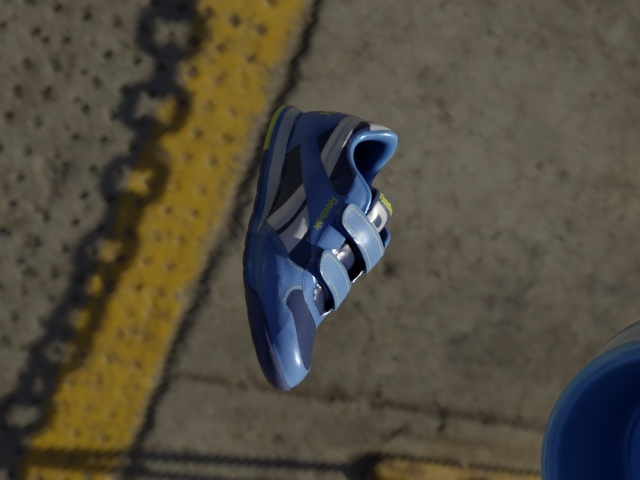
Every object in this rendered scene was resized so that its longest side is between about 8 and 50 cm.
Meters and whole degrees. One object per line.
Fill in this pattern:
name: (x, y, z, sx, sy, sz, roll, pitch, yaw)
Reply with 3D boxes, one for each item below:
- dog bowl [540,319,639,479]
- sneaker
dog bowl: (0.249, 0.123, 0.992, 0.074, 0.297, 0.165, -1, 94, -59)
sneaker: (0.000, 0.000, 0.869, 0.059, 0.144, 0.053, 2, 151, 11)
